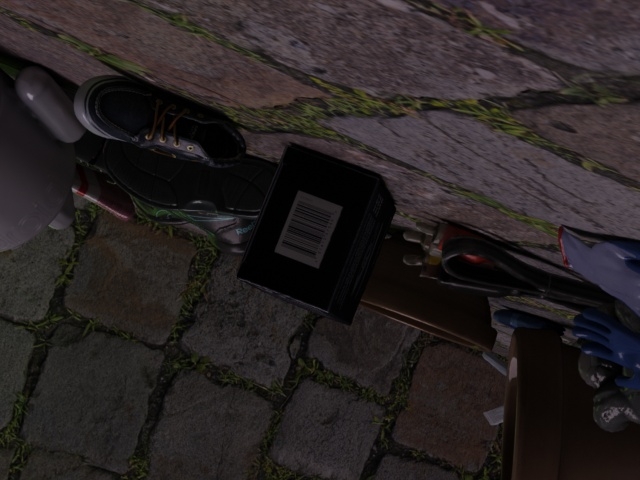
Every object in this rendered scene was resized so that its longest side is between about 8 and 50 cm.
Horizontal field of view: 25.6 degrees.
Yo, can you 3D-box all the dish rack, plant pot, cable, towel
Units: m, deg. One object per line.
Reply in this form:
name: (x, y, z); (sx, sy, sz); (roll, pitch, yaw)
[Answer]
dish rack: (-0.379, -0.155, 1.959); (0.271, 0.074, 0.208); (19, 174, 44)
plant pot: (0.137, 0.060, 1.892); (0.237, 0.110, 0.237); (22, 176, 2)
plant pot: (0.352, 0.249, 1.793); (0.229, 0.263, 0.263); (5, 174, 4)
cable: (0.237, 0.030, 1.613); (0.287, 0.072, 0.139); (9, 158, -1)
towel: (0.353, 0.141, 2.378); (0.067, 0.029, 0.119); (24, 175, -39)
towel: (-0.447, -0.140, 2.150); (0.329, 0.037, 0.237); (26, -169, -24)

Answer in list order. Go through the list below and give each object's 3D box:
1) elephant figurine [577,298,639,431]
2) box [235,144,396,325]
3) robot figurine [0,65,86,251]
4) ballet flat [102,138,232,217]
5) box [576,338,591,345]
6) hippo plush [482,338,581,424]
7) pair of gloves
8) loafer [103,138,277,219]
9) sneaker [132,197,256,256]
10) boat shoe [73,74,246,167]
elephant figurine: (0.408, 0.133, 1.467); (0.239, 0.186, 0.169); (12, 136, -22)
box: (0.000, 0.000, 1.528); (0.108, 0.153, 0.207); (21, 175, 10)
robot figurine: (-0.426, -0.115, 1.666); (0.300, 0.200, 0.353); (-25, 149, 13)
ballet flat: (-0.177, -0.090, 1.853); (0.221, 0.077, 0.079); (23, 156, -21)
box: (0.390, 0.123, 1.830); (0.059, 0.054, 0.169); (22, 176, -3)
hippo plush: (0.453, 0.286, 2.317); (0.236, 0.234, 0.294); (10, 162, -35)
pair of gloves: (0.291, 0.072, 1.304); (0.159, 0.023, 0.198); (28, 146, 45)
loafer: (-0.145, -0.073, 1.740); (0.267, 0.096, 0.084); (16, 180, 27)
sneaker: (-0.191, -0.071, 2.112); (0.267, 0.101, 0.106); (22, 151, 34)
boat shoe: (-0.158, -0.121, 1.428); (0.083, 0.065, 0.183); (15, 179, 42)
